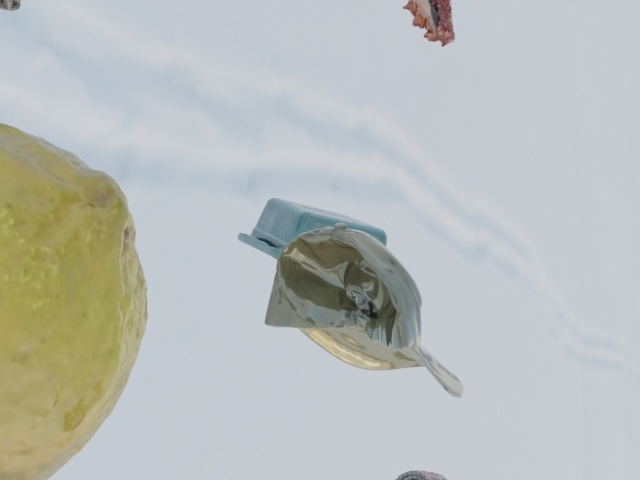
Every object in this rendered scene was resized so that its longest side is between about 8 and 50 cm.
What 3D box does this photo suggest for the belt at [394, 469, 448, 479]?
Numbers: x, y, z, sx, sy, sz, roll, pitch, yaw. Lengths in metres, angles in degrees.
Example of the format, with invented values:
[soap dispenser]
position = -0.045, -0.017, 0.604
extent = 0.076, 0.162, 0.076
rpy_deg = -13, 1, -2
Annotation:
[belt]
position = 0.091, 0.366, 1.772
extent = 0.053, 0.071, 0.232
rpy_deg = 14, 92, -50

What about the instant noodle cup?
[instant noodle cup]
position = 0.000, 0.000, 1.910
extent = 0.179, 0.157, 0.070
rpy_deg = 26, -80, 66

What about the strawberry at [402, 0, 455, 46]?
[strawberry]
position = 0.120, -0.271, 1.727
extent = 0.104, 0.048, 0.152
rpy_deg = 95, -21, -58

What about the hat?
[hat]
position = 0.062, 0.062, 1.479
extent = 0.173, 0.166, 0.144
rpy_deg = 6, 94, -50

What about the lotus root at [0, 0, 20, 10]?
[lotus root]
position = -0.406, -0.314, 1.657
extent = 0.151, 0.343, 0.169
rpy_deg = -51, 140, -18

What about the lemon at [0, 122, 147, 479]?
[lemon]
position = -0.203, 0.042, 0.805
extent = 0.204, 0.260, 0.204
rpy_deg = 58, 15, -26
